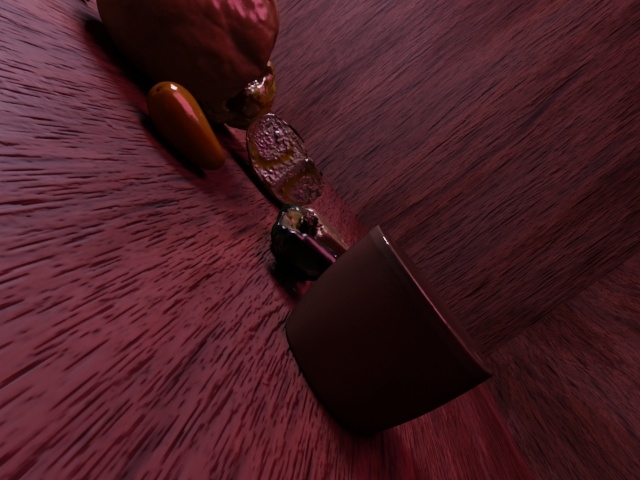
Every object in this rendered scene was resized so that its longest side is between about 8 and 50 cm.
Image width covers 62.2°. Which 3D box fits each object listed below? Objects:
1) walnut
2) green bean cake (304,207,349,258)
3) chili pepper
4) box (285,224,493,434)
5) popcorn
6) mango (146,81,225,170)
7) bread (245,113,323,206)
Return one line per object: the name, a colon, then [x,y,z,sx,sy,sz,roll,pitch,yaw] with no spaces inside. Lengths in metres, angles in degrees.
walnut: [-0.267,-0.473,1.104,0.381,0.381,0.381,50,9,-11]
green bean cake: [0.000,0.000,1.332,0.179,0.085,0.109,41,15,-53]
chili pepper: [-0.045,0.011,1.047,0.148,0.116,0.264,38,12,-14]
box: [0.099,0.151,0.832,0.301,0.216,0.301,52,7,-9]
popcorn: [-0.227,-0.420,1.393,0.276,0.225,0.276,46,9,-9]
mango: [-0.236,-0.194,0.939,0.184,0.085,0.102,58,0,-32]
bread: [-0.109,-0.196,1.407,0.260,0.158,0.156,54,-11,-8]
